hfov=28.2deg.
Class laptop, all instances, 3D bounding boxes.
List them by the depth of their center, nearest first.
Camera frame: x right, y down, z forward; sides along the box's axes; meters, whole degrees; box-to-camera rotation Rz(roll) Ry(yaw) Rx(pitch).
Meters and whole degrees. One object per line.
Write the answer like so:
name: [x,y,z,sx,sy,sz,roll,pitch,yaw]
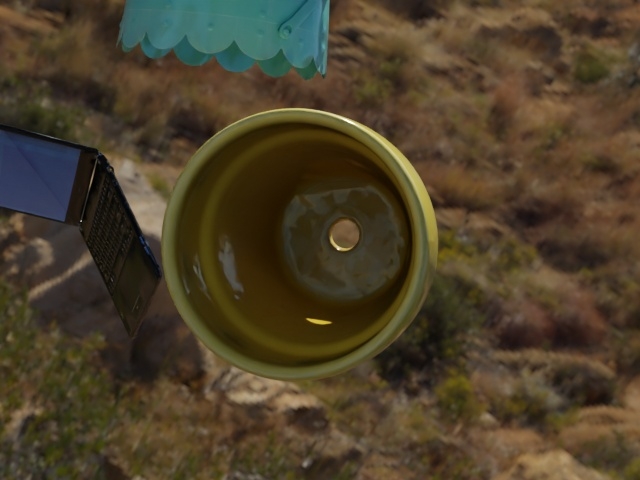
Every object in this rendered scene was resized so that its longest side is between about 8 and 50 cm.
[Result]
laptop: [-0.320,-0.008,1.545,0.136,0.234,0.264,-22,76,-23]

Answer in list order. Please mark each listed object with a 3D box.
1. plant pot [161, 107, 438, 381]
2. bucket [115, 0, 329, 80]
plant pot: [0.000,0.000,1.272,0.254,0.254,0.239,35,10,10]
bucket: [-0.111,-0.311,1.597,0.281,0.183,0.281,8,4,-1]
